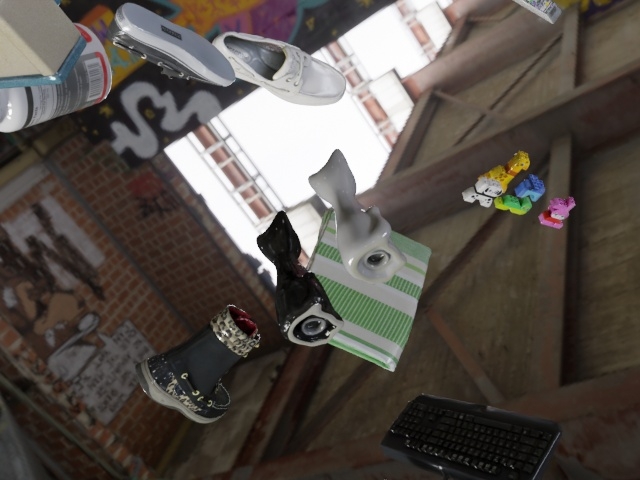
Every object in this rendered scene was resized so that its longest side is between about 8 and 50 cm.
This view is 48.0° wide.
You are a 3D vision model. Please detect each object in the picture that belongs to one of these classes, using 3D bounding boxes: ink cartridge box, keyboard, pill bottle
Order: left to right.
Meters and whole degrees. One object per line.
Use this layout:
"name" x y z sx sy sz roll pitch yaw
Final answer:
"pill bottle" -0.541 -0.292 1.313 0.161 0.161 0.283 -18 -169 43
"keyboard" 0.191 0.325 1.059 0.202 0.033 0.317 -56 -157 -22
"ink cartridge box" 0.411 -0.471 1.406 0.029 0.115 0.063 -55 155 16

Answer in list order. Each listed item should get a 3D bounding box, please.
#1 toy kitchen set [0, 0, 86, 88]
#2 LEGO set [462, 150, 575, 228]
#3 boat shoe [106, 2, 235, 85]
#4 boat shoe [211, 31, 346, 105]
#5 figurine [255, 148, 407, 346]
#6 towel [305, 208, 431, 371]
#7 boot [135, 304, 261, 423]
"toy kitchen set" -0.219 -0.188 0.539 0.166 0.122 0.207 1 -122 22
"LEGO set" 0.379 -0.107 1.348 0.093 0.227 0.087 -54 -148 42
"boat shoe" -0.250 -0.308 1.199 0.076 0.228 0.080 -35 -127 33
"boat shoe" -0.071 -0.326 1.370 0.096 0.277 0.098 -173 -84 -73
"figurine" 0.000 0.000 1.004 0.215 0.092 0.209 -47 -134 22
"towel" 0.082 0.086 1.451 0.038 0.247 0.325 117 -3 -47
"boot" -0.159 0.201 1.144 0.178 0.236 0.085 -36 -123 6
